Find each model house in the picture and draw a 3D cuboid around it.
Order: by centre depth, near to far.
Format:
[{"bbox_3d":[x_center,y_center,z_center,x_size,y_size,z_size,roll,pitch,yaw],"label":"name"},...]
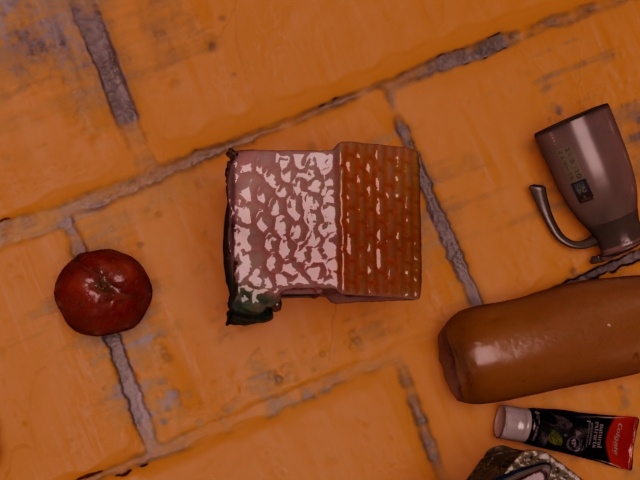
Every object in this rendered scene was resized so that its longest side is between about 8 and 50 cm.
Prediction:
[{"bbox_3d":[0.000,0.000,1.874,0.238,0.237,0.202,-2,79,-6],"label":"model house"}]

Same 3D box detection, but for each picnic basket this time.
[{"bbox_3d":[0.249,0.335,1.895,0.134,0.196,0.154,36,83,1],"label":"picnic basket"}]

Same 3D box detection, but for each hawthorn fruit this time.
[{"bbox_3d":[-0.269,0.064,1.899,0.128,0.128,0.128,1,85,-7],"label":"hawthorn fruit"}]

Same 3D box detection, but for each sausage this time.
[{"bbox_3d":[0.332,0.121,1.969,0.354,0.116,0.134,-13,76,-12],"label":"sausage"}]

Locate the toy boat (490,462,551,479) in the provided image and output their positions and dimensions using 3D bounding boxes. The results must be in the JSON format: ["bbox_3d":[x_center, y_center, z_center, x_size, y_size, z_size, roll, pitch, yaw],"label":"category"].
[{"bbox_3d":[0.183,0.333,1.771,0.229,0.046,0.080,-38,83,-5],"label":"toy boat"}]

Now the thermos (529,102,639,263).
[{"bbox_3d":[0.350,-0.066,2.001,0.137,0.105,0.193,-22,95,17],"label":"thermos"}]

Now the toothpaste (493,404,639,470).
[{"bbox_3d":[0.324,0.249,1.990,0.194,0.045,0.071,12,83,-11],"label":"toothpaste"}]
